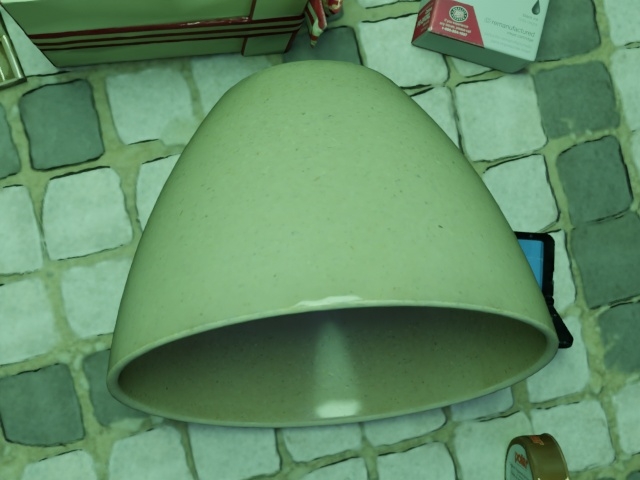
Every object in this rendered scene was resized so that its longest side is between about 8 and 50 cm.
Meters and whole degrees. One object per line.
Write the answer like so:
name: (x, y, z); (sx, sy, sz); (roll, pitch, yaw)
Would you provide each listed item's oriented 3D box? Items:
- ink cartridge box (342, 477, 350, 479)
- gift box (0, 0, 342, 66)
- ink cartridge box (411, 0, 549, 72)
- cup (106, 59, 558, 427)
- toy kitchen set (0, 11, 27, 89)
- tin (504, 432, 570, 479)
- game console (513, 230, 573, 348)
ink cartridge box: (-0.048, 0.350, 0.767); (0.225, 0.056, 0.181); (-21, 93, -26)
gift box: (-0.113, -0.267, 0.636); (0.258, 0.276, 0.255); (-7, 97, -9)
ink cartridge box: (0.161, -0.251, 0.775); (0.109, 0.063, 0.150); (14, 89, -8)
cup: (0.000, 0.000, 0.656); (0.331, 0.331, 0.237); (-2, 65, -8)
toy kitchen set: (-0.276, -0.182, 0.703); (0.068, 0.083, 0.075); (-20, 93, -7)
tin: (0.204, 0.278, 0.763); (0.040, 0.106, 0.189); (-1, 90, -8)
game console: (0.177, 0.045, 0.778); (0.122, 0.107, 0.071); (3, 118, -8)
